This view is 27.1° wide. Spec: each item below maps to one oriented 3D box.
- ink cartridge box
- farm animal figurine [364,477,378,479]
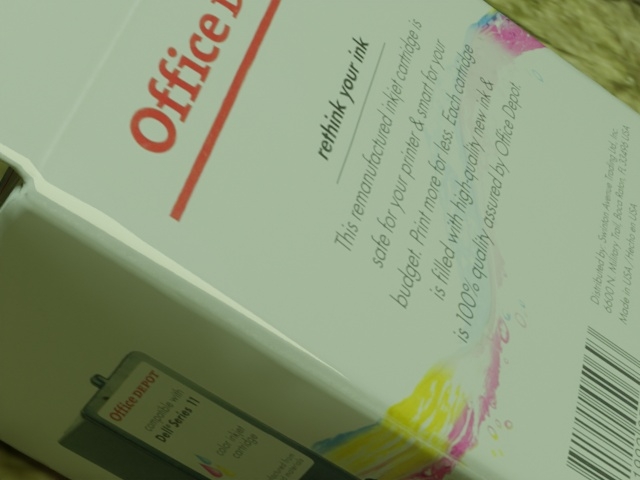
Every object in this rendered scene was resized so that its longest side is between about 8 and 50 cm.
[{"bbox_3d":[0.000,0.000,0.467,0.353,0.119,0.207,34,44,-14],"label":"ink cartridge box"},{"bbox_3d":[0.015,0.227,0.258,0.330,0.172,0.327,66,5,21],"label":"farm animal figurine"}]
